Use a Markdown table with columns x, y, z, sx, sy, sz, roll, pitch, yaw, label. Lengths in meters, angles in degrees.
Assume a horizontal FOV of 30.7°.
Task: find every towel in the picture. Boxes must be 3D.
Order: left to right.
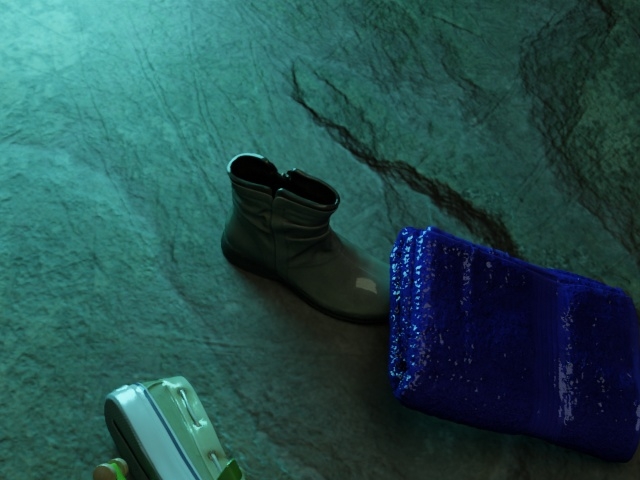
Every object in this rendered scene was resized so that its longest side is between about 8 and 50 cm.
| x | y | z | sx | sy | sz | roll | pitch | yaw | label |
| --- | --- | --- | --- | --- | --- | --- | --- | --- | --- |
| 0.225 | 0.110 | 1.302 | 0.308 | 0.076 | 0.228 | 16 | 54 | -20 | towel |

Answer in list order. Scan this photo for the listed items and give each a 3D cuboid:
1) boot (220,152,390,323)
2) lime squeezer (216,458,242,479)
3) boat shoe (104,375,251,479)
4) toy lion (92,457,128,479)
| x | y | z | sx | sy | sz | roll | pitch | yaw | label |
| --- | --- | --- | --- | --- | --- | --- | --- | --- | --- |
| 0.000 | 0.000 | 1.316 | 0.246 | 0.161 | 0.083 | 21 | 56 | 2 | boot |
| -0.173 | 0.288 | 1.074 | 0.110 | 0.310 | 0.059 | 54 | 37 | -21 | lime squeezer |
| -0.112 | 0.256 | 1.164 | 0.094 | 0.109 | 0.302 | -21 | 62 | -28 | boat shoe |
| -0.206 | 0.273 | 1.150 | 0.100 | 0.034 | 0.096 | -36 | 80 | 16 | toy lion |
